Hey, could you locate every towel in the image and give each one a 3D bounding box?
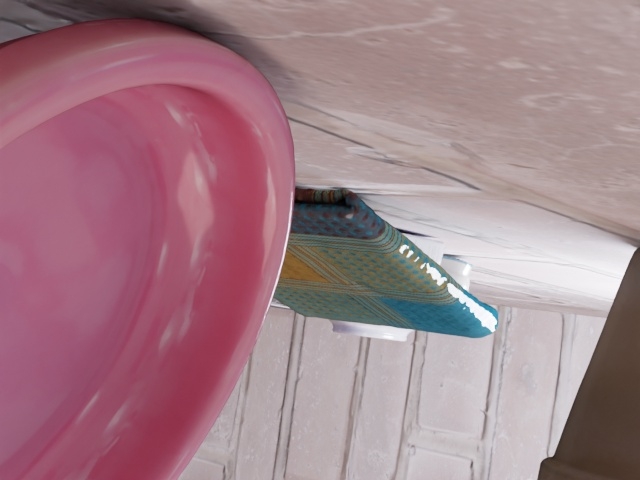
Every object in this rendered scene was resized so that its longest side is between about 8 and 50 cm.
[{"bbox_3d":[0.006,0.021,1.094,0.271,0.040,0.370,5,161,31],"label":"towel"}]

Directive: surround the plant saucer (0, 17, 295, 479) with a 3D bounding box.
[{"bbox_3d":[-0.140,0.051,0.469,0.084,0.332,0.332,31,-175,22],"label":"plant saucer"}]

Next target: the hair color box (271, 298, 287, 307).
[{"bbox_3d":[-0.088,0.051,1.670,0.185,0.110,0.339,12,176,-33],"label":"hair color box"}]

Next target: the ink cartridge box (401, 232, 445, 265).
[{"bbox_3d":[0.000,0.000,1.231,0.206,0.045,0.208,4,172,45],"label":"ink cartridge box"}]

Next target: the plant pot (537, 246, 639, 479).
[{"bbox_3d":[0.375,0.155,0.988,0.323,0.280,0.323,8,176,1],"label":"plant pot"}]

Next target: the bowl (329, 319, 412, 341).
[{"bbox_3d":[0.100,0.116,1.999,0.297,0.134,0.298,8,175,1],"label":"bowl"}]

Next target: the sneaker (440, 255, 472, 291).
[{"bbox_3d":[0.092,0.056,1.479,0.228,0.092,0.087,9,178,8],"label":"sneaker"}]
